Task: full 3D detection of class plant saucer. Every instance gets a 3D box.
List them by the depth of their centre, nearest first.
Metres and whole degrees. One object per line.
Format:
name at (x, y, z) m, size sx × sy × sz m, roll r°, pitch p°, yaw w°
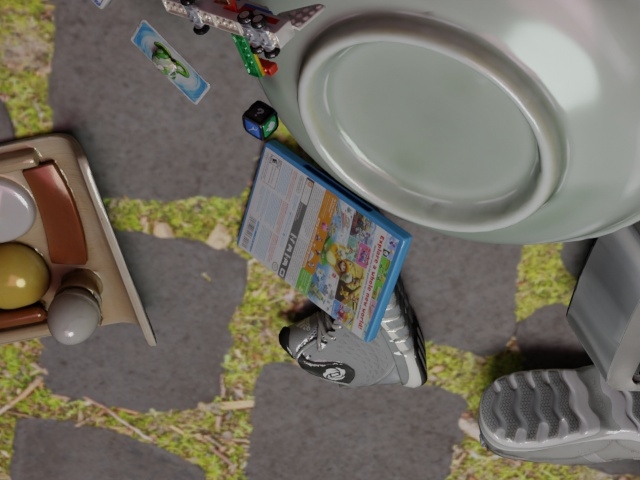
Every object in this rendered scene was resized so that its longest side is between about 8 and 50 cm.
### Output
plant saucer at (0.095, -0.112, 1.117) m, size 0.400 × 0.100 × 0.400 m, roll 20°, pitch 146°, yaw 15°

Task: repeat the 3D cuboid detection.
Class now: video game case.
video game case at (0.000, 0.000, 1.290) m, size 0.166 × 0.015 × 0.119 m, roll 36°, pitch 128°, yaw 25°

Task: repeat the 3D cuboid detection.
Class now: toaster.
toaster at (0.323, 0.042, 1.301) m, size 0.185 × 0.110 × 0.168 m, roll 4°, pitch 125°, yaw -20°

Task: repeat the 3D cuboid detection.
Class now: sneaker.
sneaker at (0.015, 0.064, 1.357) m, size 0.132 × 0.086 × 0.229 m, roll -12°, pitch 125°, yaw 11°
sneaker at (0.290, 0.173, 1.443) m, size 0.281 × 0.105 × 0.115 m, roll 2°, pitch 157°, yaw -5°

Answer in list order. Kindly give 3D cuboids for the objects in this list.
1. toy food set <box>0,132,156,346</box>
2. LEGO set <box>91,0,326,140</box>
toy food set at (-0.326, 0.036, 1.332) m, size 0.306 × 0.092 × 0.220 m, roll -11°, pitch 124°, yaw 7°
LEGO set at (-0.103, -0.188, 1.094) m, size 0.244 × 0.060 × 0.182 m, roll 46°, pitch 157°, yaw -4°
